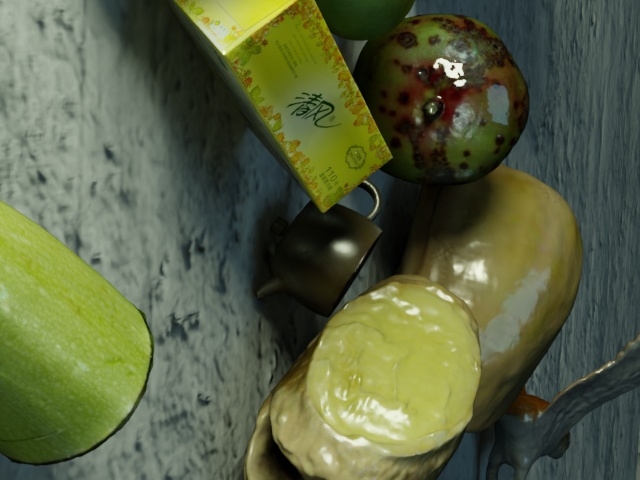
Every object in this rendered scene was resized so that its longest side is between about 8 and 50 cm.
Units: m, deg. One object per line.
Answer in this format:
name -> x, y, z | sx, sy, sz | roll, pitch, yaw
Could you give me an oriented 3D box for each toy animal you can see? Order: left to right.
toy animal -> 0.227, 0.188, 1.437 | 0.284, 0.225, 0.302 | -11, 117, -48

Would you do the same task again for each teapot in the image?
teapot -> 0.000, 0.000, 0.909 | 0.121, 0.068, 0.076 | -56, 175, -19

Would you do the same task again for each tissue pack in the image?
tissue pack -> -0.026, -0.104, 0.771 | 0.062, 0.095, 0.176 | -37, 146, -4

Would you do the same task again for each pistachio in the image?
pistachio -> 0.143, 0.059, 1.157 | 0.213, 0.163, 0.260 | 41, 59, -34

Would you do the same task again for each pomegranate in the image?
pomegranate -> 0.098, -0.104, 1.036 | 0.169, 0.149, 0.148 | 27, 70, -64

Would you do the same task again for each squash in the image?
squash -> -0.158, 0.013, 0.518 | 0.224, 0.094, 0.094 | 51, 49, -52

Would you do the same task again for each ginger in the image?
ginger -> 0.032, 0.132, 0.947 | 0.275, 0.130, 0.221 | -46, 171, -37

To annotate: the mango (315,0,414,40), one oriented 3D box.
mango -> 0.018, -0.200, 0.824 | 0.137, 0.091, 0.237 | 60, 22, -43
